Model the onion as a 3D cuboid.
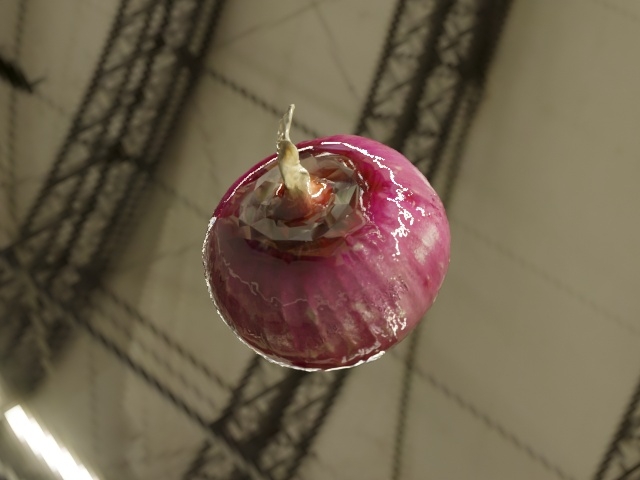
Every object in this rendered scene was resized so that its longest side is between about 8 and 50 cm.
[{"bbox_3d":[0.004,0.007,1.376,0.177,0.177,0.153,50,1,20],"label":"onion"}]
